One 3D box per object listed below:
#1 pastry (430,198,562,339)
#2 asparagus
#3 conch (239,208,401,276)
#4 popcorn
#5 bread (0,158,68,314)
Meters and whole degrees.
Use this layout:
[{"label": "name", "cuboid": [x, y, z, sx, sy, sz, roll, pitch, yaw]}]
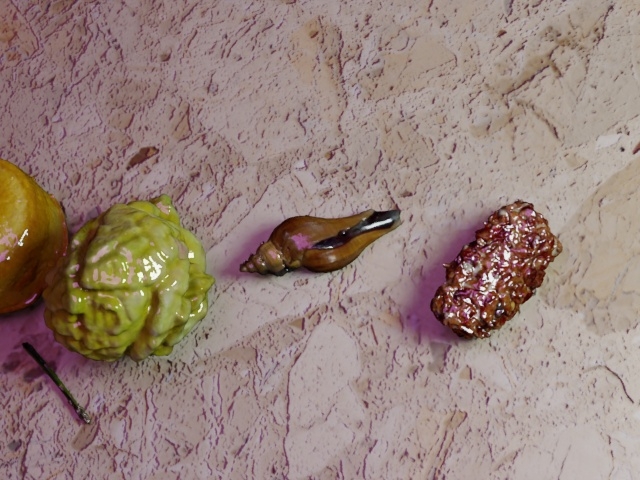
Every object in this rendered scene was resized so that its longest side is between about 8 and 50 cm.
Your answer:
[{"label": "pastry", "cuboid": [0.238, 0.043, 1.942, 0.115, 0.097, 0.208, 35, 83, 19]}, {"label": "asparagus", "cuboid": [-0.380, 0.203, 2.057, 0.013, 0.016, 0.166, -21, 57, -43]}, {"label": "conch", "cuboid": [-0.002, 0.002, 2.018, 0.232, 0.080, 0.086, -9, 76, 8]}, {"label": "popcorn", "cuboid": [-0.259, 0.061, 1.986, 0.259, 0.259, 0.212, -44, 82, -6]}, {"label": "bread", "cuboid": [-0.502, -0.012, 2.095, 0.268, 0.146, 0.268, -4, 66, 8]}]
